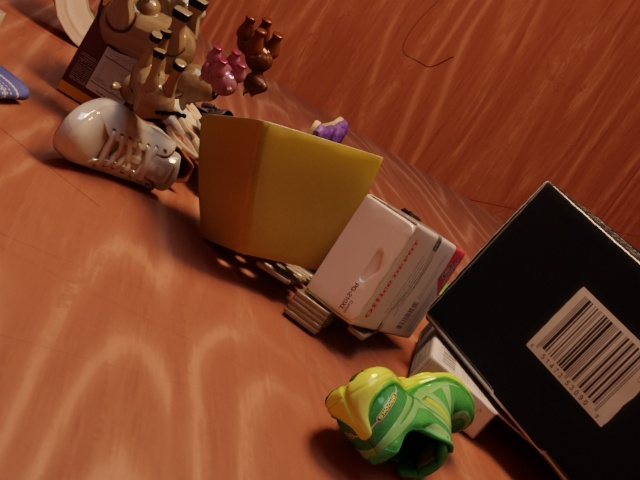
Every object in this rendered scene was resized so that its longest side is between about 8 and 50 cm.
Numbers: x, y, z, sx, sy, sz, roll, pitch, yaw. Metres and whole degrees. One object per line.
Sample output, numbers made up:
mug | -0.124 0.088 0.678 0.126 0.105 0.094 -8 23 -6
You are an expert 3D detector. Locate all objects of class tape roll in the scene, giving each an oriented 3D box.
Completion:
tape roll | -0.452 -0.547 2.058 0.286 0.286 0.100 26 16 -29

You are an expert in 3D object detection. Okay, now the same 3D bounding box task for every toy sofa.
toy sofa | 0.034 -0.156 2.041 0.150 0.177 0.362 34 13 4

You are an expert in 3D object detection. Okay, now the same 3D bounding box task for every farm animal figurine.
farm animal figurine | -0.241 -0.295 1.490 0.326 0.172 0.330 40 34 17

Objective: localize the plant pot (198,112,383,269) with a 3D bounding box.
plant pot | -0.068 -0.068 1.381 0.212 0.187 0.212 14 3 -32

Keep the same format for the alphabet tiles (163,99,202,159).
alphabet tiles | -0.215 -0.180 1.689 0.284 0.021 0.278 58 11 30

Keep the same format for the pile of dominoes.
pile of dominoes | -0.003 0.098 1.429 0.196 0.040 0.251 35 6 10

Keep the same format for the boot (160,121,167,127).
boot | -0.306 -0.264 1.861 0.190 0.069 0.086 34 11 -3

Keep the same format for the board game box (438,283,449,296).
board game box | 0.222 0.088 1.924 0.259 0.039 0.124 42 15 22

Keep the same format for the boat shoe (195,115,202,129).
boat shoe | -0.091 -0.146 1.744 0.335 0.095 0.112 41 10 -32

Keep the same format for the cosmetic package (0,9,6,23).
cosmetic package | -0.658 -0.443 1.739 0.115 0.041 0.060 33 13 0

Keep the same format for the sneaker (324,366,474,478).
sneaker | 0.106 0.225 1.105 0.295 0.109 0.124 15 46 -57

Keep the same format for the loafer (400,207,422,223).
loafer | 0.223 -0.025 2.215 0.078 0.080 0.220 31 14 -6

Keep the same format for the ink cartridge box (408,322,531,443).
ink cartridge box | 0.251 0.237 1.434 0.239 0.060 0.275 42 14 1

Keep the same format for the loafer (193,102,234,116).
loafer | -0.189 -0.228 1.947 0.302 0.095 0.109 41 15 28

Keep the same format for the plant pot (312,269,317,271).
plant pot | 0.000 0.000 1.574 0.095 0.134 0.134 -7 33 -25

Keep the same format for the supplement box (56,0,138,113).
supplement box | -0.365 -0.340 1.725 0.129 0.194 0.191 32 14 -7

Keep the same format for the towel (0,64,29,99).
towel | -0.595 -0.270 1.326 0.243 0.040 0.336 37 16 7

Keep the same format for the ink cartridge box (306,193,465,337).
ink cartridge box | 0.105 0.045 1.402 0.100 0.172 0.237 36 6 27

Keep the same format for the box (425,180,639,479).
box | 0.497 0.220 1.421 0.471 0.297 0.480 28 18 -48

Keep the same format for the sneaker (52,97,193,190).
sneaker | -0.282 -0.139 1.410 0.123 0.106 0.290 35 12 17
